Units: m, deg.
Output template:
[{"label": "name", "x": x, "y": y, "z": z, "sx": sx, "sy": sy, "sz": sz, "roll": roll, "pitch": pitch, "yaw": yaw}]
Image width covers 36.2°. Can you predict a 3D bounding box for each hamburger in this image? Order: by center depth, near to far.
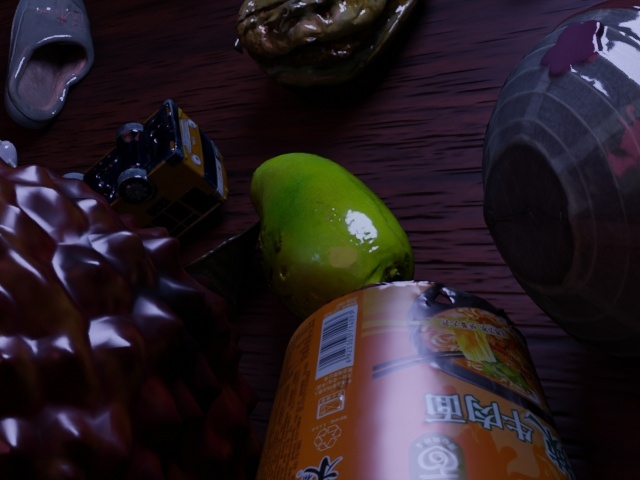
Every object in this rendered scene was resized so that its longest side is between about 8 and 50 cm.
[{"label": "hamburger", "x": 0.014, "y": -0.236, "z": 1.024, "sx": 0.183, "sy": 0.130, "sz": 0.206, "roll": 5, "pitch": 44, "yaw": 40}]

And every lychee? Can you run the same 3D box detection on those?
[{"label": "lychee", "x": -0.241, "y": 0.171, "z": 0.640, "sx": 0.500, "sy": 0.425, "sz": 0.424, "roll": 113, "pitch": 157, "yaw": -45}]

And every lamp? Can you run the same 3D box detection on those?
[{"label": "lamp", "x": 0.222, "y": -0.041, "z": 0.614, "sx": 0.233, "sy": 0.233, "sz": 0.265, "roll": -52, "pitch": 29, "yaw": -4}]

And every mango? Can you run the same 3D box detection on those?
[{"label": "mango", "x": 0.000, "y": 0.000, "z": 0.848, "sx": 0.125, "sy": 0.111, "sz": 0.233, "roll": -44, "pitch": 40, "yaw": -3}]

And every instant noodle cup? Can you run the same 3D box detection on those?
[{"label": "instant noodle cup", "x": 0.056, "y": 0.150, "z": 0.617, "sx": 0.230, "sy": 0.230, "sz": 0.182, "roll": -27, "pitch": 36, "yaw": 22}]

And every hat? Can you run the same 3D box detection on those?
[{"label": "hat", "x": -0.101, "y": 0.045, "z": 0.940, "sx": 0.146, "sy": 0.067, "sz": 0.146, "roll": -31, "pitch": 2, "yaw": 1}]

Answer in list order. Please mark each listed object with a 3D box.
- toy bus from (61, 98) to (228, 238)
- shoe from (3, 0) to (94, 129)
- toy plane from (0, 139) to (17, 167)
[{"label": "toy bus", "x": -0.193, "y": -0.042, "z": 1.038, "sx": 0.201, "sy": 0.114, "sz": 0.098, "roll": -36, "pitch": 42, "yaw": 21}, {"label": "shoe", "x": -0.372, "y": -0.274, "z": 1.378, "sx": 0.100, "sy": 0.103, "sz": 0.251, "roll": -14, "pitch": 57, "yaw": 34}, {"label": "toy plane", "x": -0.475, "y": -0.067, "z": 1.320, "sx": 0.174, "sy": 0.080, "sz": 0.174, "roll": -22, "pitch": 49, "yaw": 28}]
